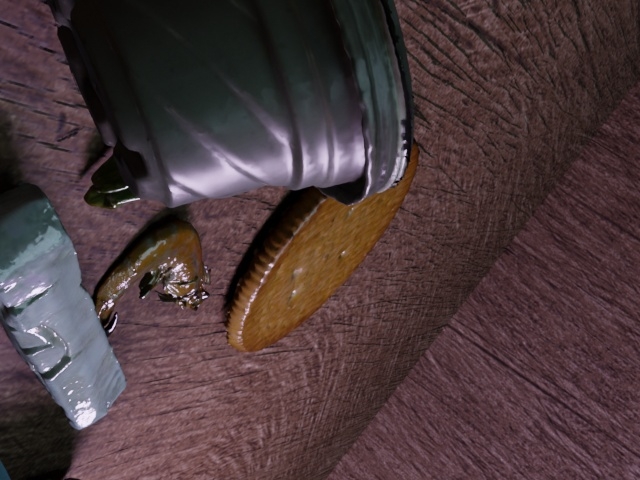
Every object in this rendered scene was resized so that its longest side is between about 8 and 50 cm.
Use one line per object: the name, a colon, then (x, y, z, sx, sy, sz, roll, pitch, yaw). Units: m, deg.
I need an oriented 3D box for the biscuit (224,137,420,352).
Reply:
biscuit: (0.000, 0.000, 1.444, 0.305, 0.038, 0.305, -45, 163, -18)

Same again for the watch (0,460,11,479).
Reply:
watch: (-0.275, 0.174, 0.791, 0.211, 0.211, 0.193, -34, 144, -48)

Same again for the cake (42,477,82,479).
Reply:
cake: (-0.266, 0.380, 1.190, 0.237, 0.230, 0.309, -56, 165, 14)

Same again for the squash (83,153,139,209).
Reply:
squash: (-0.077, -0.100, 0.896, 0.224, 0.094, 0.094, -44, 167, 9)

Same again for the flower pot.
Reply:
flower pot: (-0.060, -0.108, 0.700, 0.140, 0.235, 0.235, -22, 159, -12)

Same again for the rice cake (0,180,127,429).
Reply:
rice cake: (-0.191, 0.052, 0.933, 0.066, 0.063, 0.336, -41, 162, -15)

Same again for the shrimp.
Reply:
shrimp: (-0.144, 0.050, 1.133, 0.124, 0.034, 0.178, -43, 163, -16)
